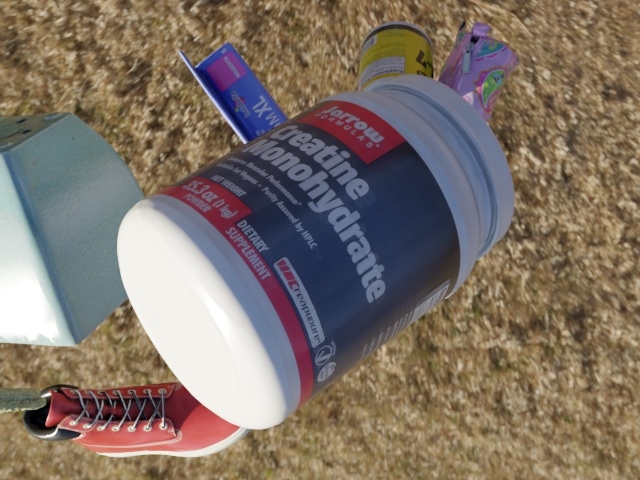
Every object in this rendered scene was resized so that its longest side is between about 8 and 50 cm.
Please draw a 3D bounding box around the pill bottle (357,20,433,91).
[{"bbox_3d":[0.116,-0.232,1.411,0.119,0.208,0.119,3,139,3],"label":"pill bottle"}]

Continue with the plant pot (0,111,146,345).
[{"bbox_3d":[-0.395,-0.032,1.236,0.248,0.247,0.252,0,118,25],"label":"plant pot"}]

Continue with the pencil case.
[{"bbox_3d":[0.215,-0.208,1.485,0.124,0.124,0.284,27,94,-9],"label":"pencil case"}]

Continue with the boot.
[{"bbox_3d":[-0.207,0.196,1.039,0.244,0.088,0.176,-14,155,21],"label":"boot"}]

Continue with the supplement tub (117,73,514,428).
[{"bbox_3d":[0.000,0.000,0.713,0.272,0.191,0.191,-33,112,-28],"label":"supplement tub"}]

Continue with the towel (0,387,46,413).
[{"bbox_3d":[-0.369,0.166,0.931,0.110,0.148,0.027,-13,74,35],"label":"towel"}]

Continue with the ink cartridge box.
[{"bbox_3d":[-0.058,-0.129,1.160,0.065,0.311,0.185,-37,71,5],"label":"ink cartridge box"}]
